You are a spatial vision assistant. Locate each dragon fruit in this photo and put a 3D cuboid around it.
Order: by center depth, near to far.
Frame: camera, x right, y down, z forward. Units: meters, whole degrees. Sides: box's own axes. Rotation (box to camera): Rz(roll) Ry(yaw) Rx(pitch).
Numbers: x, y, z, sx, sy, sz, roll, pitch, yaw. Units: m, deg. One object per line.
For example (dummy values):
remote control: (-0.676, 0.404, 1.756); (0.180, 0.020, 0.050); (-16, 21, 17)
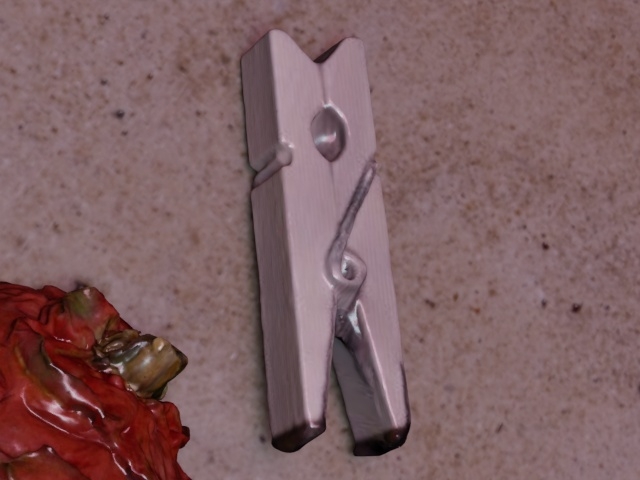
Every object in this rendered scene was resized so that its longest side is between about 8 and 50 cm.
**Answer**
dragon fruit: (-0.188, 0.120, 1.341); (0.317, 0.152, 0.205); (29, 67, -13)

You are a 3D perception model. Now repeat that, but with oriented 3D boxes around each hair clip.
hair clip: (-0.002, 0.001, 1.481); (0.101, 0.085, 0.330); (1, 71, -24)
